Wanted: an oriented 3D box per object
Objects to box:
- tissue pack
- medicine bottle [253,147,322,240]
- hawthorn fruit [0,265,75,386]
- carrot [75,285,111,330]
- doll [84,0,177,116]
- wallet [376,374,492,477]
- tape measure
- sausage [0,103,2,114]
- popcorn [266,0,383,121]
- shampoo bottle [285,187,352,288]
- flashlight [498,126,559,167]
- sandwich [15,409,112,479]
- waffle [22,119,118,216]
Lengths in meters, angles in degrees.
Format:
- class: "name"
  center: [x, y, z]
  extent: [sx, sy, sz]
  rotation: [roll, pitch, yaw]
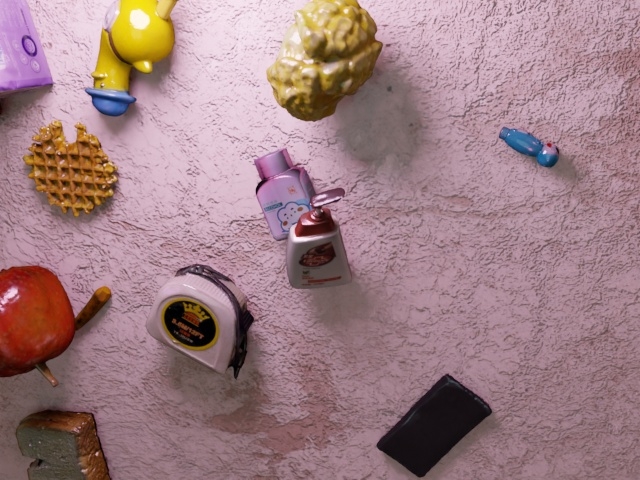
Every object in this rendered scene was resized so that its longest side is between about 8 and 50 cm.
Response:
- class: "tissue pack"
  center: [-0.765, -0.482, 1.363]
  extent: [0.160, 0.242, 0.338]
  rotation: [-10, 105, 17]
- class: "medicine bottle"
  center: [-0.079, -0.106, 1.396]
  extent: [0.119, 0.094, 0.188]
  rotation: [-18, 103, 17]
- class: "hawthorn fruit"
  center: [-0.756, 0.229, 1.570]
  extent: [0.287, 0.287, 0.330]
  rotation: [-31, 92, 21]
- class: "carrot"
  center: [-0.614, 0.183, 1.657]
  extent: [0.042, 0.042, 0.171]
  rotation: [46, 114, -4]
- class: "doll"
  center: [-0.417, -0.427, 1.364]
  extent: [0.363, 0.145, 0.199]
  rotation: [-45, 61, 31]
- class: "wallet"
  center: [0.278, 0.460, 1.534]
  extent: [0.146, 0.030, 0.285]
  rotation: [39, 112, 2]
- class: "tape measure"
  center: [-0.266, 0.184, 1.527]
  extent: [0.271, 0.133, 0.231]
  rotation: [31, 120, 0]
- class: "sausage"
  center: [-0.913, -0.305, 1.545]
  extent: [0.300, 0.083, 0.089]
  rotation: [-18, 97, 16]
- class: "popcorn"
  center: [0.004, -0.353, 1.214]
  extent: [0.195, 0.255, 0.256]
  rotation: [30, 106, 1]
- class: "shampoo bottle"
  center: [0.000, 0.000, 1.341]
  extent: [0.153, 0.071, 0.284]
  rotation: [-5, 142, -5]
- class: "flashlight"
  center: [0.425, -0.191, 1.270]
  extent: [0.129, 0.051, 0.051]
  rotation: [26, 112, 8]
- class: "sandwich"
  center: [-0.751, 0.625, 1.810]
  extent: [0.249, 0.095, 0.273]
  rotation: [-1, 109, 18]
- class: "waffle"
  center: [-0.613, -0.177, 1.530]
  extent: [0.229, 0.051, 0.231]
  rotation: [-36, 97, 21]
